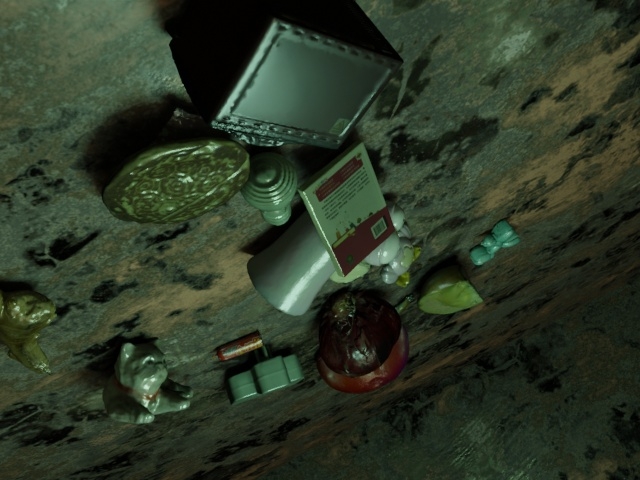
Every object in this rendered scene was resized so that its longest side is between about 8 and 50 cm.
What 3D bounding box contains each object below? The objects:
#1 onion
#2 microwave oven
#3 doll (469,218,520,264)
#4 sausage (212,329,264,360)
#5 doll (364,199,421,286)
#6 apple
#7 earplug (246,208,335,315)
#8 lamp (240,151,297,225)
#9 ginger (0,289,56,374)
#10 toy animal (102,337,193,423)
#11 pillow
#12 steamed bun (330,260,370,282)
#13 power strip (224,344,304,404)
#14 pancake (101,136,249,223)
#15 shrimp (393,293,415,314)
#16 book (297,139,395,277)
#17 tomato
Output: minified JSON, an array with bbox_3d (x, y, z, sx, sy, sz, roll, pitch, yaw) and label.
[{"bbox_3d":[0.124,0.270,1.857,0.280,0.281,0.221,-4,-172,-37],"label":"onion"},{"bbox_3d":[-0.053,-0.245,0.849,0.247,0.178,0.188,2,141,-42],"label":"microwave oven"},{"bbox_3d":[0.527,0.013,1.929,0.158,0.059,0.159,-34,153,9],"label":"doll"},{"bbox_3d":[-0.232,0.298,1.765,0.145,0.048,0.050,-19,146,-10],"label":"sausage"},{"bbox_3d":[0.168,0.010,1.532,0.160,0.094,0.365,-69,159,-12],"label":"doll"},{"bbox_3d":[0.392,0.155,1.996,0.193,0.120,0.265,-22,152,19],"label":"apple"},{"bbox_3d":[0.000,0.000,1.355,0.301,0.172,0.172,-47,147,20],"label":"earplug"},{"bbox_3d":[-0.093,-0.090,1.176,0.106,0.106,0.193,-23,162,-7],"label":"lamp"},{"bbox_3d":[-0.570,0.159,1.188,0.147,0.081,0.334,-11,148,-20],"label":"ginger"},{"bbox_3d":[-0.427,0.344,1.591,0.266,0.188,0.307,-19,172,33],"label":"toy animal"},{"bbox_3d":[-0.231,-0.142,1.015,0.118,0.043,0.185,3,140,-50],"label":"pillow"},{"bbox_3d":[0.055,0.046,1.534,0.112,0.091,0.130,-30,154,22],"label":"steamed bun"},{"bbox_3d":[-0.173,0.403,1.939,0.229,0.141,0.261,-16,165,-18],"label":"power strip"},{"bbox_3d":[-0.234,-0.092,1.029,0.250,0.031,0.250,-18,159,-7],"label":"pancake"},{"bbox_3d":[0.227,0.224,2.039,0.166,0.049,0.161,-36,154,13],"label":"shrimp"},{"bbox_3d":[0.058,-0.058,1.236,0.162,0.022,0.232,-42,129,-20],"label":"book"},{"bbox_3d":[0.164,0.423,2.156,0.334,0.176,0.290,-20,163,-11],"label":"tomato"}]
